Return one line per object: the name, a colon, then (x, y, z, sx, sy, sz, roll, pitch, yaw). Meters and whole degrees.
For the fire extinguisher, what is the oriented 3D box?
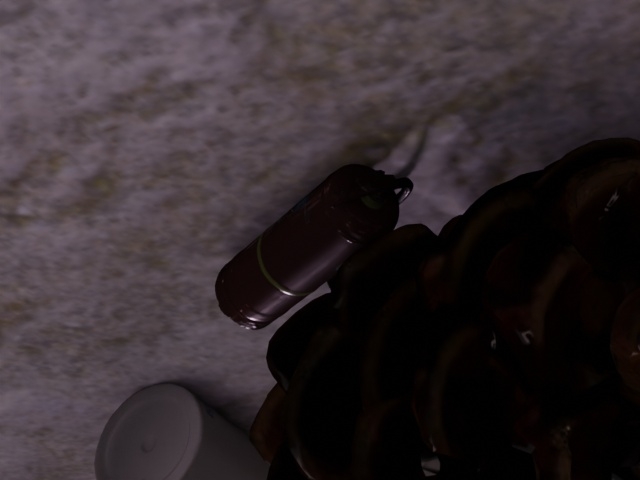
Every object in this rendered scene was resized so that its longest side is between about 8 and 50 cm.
fire extinguisher: (0.000, 0.000, 0.670, 0.056, 0.039, 0.132, -13, 163, -40)

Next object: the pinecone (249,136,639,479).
pinecone: (0.134, 0.096, 0.612, 0.298, 0.242, 0.296, 14, 152, -16)

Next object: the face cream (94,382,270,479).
face cream: (-0.033, 0.174, 0.917, 0.077, 0.077, 0.250, -15, 143, 29)
